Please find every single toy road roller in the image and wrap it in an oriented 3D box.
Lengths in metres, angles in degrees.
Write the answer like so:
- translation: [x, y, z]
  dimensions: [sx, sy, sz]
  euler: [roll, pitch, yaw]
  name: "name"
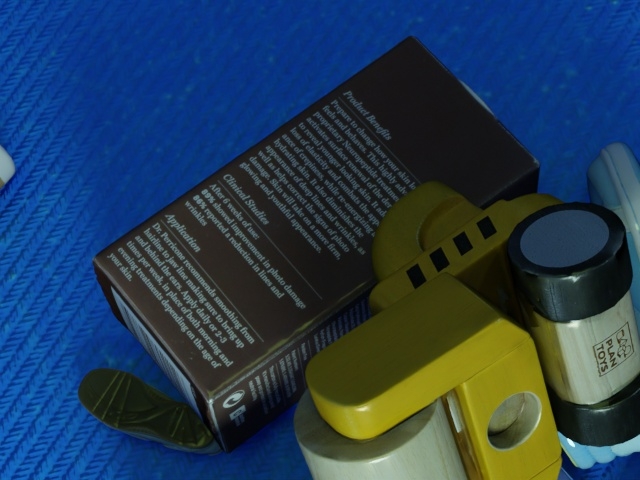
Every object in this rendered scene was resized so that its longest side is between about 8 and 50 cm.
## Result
- translation: [0.102, 0.090, 1.420]
  dimensions: [0.329, 0.202, 0.240]
  euler: [-33, 39, -17]
  name: "toy road roller"

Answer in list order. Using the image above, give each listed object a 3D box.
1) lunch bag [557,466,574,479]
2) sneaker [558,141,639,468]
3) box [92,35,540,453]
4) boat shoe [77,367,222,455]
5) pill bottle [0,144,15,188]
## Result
- translation: [0.201, 0.239, 1.541]
  dimensions: [0.067, 0.065, 0.098]
  euler: [-39, 66, -7]
  name: "lunch bag"
- translation: [0.241, 0.063, 1.581]
  dimensions: [0.208, 0.127, 0.319]
  euler: [-24, 48, 17]
  name: "sneaker"
- translation: [0.000, 0.000, 1.613]
  dimensions: [0.381, 0.143, 0.191]
  euler: [-36, 66, -12]
  name: "box"
- translation: [-0.162, 0.167, 1.649]
  dimensions: [0.153, 0.048, 0.056]
  euler: [16, 69, 21]
  name: "boat shoe"
- translation: [-0.426, -0.032, 1.725]
  dimensions: [0.131, 0.131, 0.229]
  euler: [36, 78, 21]
  name: "pill bottle"
